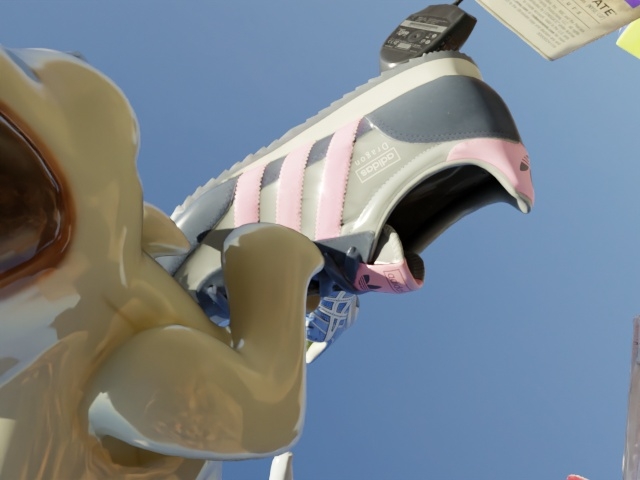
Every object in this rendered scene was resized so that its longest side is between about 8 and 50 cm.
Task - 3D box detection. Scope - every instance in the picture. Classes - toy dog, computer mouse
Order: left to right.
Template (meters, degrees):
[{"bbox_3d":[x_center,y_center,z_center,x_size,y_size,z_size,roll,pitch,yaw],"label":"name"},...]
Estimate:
[{"bbox_3d":[-0.185,0.082,0.535,0.395,0.408,0.284,-19,-154,-31],"label":"toy dog"},{"bbox_3d":[0.148,-0.232,1.001,0.071,0.242,0.041,28,157,50],"label":"computer mouse"}]

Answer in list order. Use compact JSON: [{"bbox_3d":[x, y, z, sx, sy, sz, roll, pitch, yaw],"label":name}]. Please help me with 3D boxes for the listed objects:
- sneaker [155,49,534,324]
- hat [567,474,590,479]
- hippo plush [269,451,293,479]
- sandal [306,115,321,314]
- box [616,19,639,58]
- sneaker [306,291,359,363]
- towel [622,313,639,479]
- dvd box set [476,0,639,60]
[{"bbox_3d":[0.000,0.000,0.705,0.112,0.319,0.131,39,-161,-56],"label":"sneaker"},{"bbox_3d":[0.365,0.249,0.944,0.208,0.173,0.183,-6,-135,0],"label":"hat"},{"bbox_3d":[-0.025,0.381,0.775,0.236,0.234,0.294,30,-126,18],"label":"hippo plush"},{"bbox_3d":[0.002,-0.025,0.875,0.072,0.049,0.180,26,-105,-53],"label":"sandal"},{"bbox_3d":[0.304,-0.228,0.849,0.042,0.109,0.178,29,-135,-3],"label":"box"},{"bbox_3d":[0.001,0.062,1.061,0.080,0.211,0.081,25,-117,20],"label":"sneaker"},{"bbox_3d":[0.375,0.202,0.680,0.053,0.332,0.317,48,-134,-64],"label":"towel"},{"bbox_3d":[0.160,-0.259,0.426,0.307,0.420,0.062,32,-121,-24],"label":"dvd box set"}]
